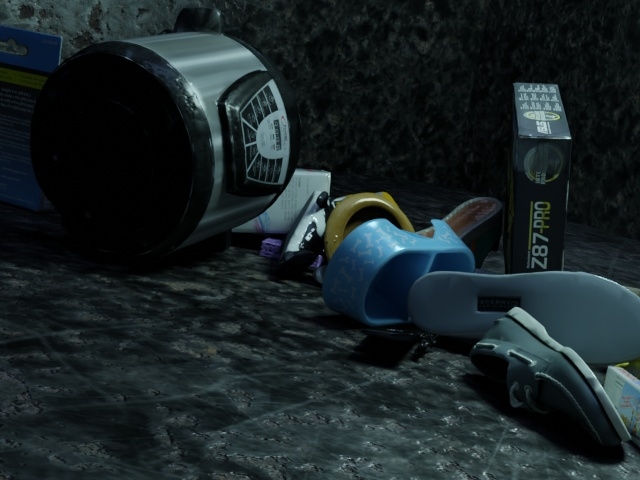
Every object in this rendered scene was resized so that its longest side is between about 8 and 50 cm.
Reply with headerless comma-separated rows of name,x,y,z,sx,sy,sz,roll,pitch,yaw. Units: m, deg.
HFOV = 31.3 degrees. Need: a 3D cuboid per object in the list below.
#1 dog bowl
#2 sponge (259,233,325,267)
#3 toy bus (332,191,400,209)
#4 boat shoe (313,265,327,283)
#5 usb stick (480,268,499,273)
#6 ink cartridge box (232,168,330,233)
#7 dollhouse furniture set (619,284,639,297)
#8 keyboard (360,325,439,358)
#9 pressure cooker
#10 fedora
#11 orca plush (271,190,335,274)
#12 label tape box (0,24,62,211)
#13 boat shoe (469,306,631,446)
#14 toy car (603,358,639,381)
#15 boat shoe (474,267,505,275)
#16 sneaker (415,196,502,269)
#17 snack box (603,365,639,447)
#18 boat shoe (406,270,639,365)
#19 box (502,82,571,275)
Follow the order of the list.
dog bowl,0.132,0.056,1.785,0.297,0.166,0.074,0,28,-46
sponge,-0.043,0.014,2.251,0.117,0.031,0.210,11,8,7
toy bus,0.096,-0.029,2.307,0.130,0.108,0.333,-14,9,1
boat shoe,0.005,0.061,2.016,0.035,0.035,0.100,-15,3,21
usb stick,0.265,0.069,2.237,0.278,0.045,0.077,15,19,22
ink cartridge box,-0.143,-0.085,2.297,0.306,0.131,0.226,4,5,-4
dollhouse furniture set,0.548,0.113,1.821,0.259,0.135,0.262,11,-1,39
keyboard,0.112,0.144,1.605,0.100,0.038,0.192,5,-1,9
pressure cooker,-0.241,-0.184,1.975,0.375,0.370,0.420,49,29,10
fedora,0.080,0.014,2.028,0.194,0.194,0.079,8,-21,-21
orca plush,0.000,0.000,2.064,0.102,0.151,0.287,34,13,-6
label tape box,-0.587,-0.243,2.212,0.240,0.334,0.106,15,9,23
boat shoe,0.281,0.186,1.436,0.099,0.116,0.319,-33,23,-3
toy car,0.504,0.216,1.548,0.239,0.053,0.225,13,9,15
boat shoe,0.351,0.101,2.084,0.226,0.083,0.076,2,25,-5
sneaker,0.235,0.035,2.138,0.302,0.121,0.108,-29,34,-27
snack box,0.388,0.210,1.400,0.022,0.064,0.178,10,9,-10
boat shoe,0.322,0.125,1.714,0.367,0.136,0.156,2,-13,21
box,0.375,-0.080,1.996,0.097,0.318,0.395,4,21,7
